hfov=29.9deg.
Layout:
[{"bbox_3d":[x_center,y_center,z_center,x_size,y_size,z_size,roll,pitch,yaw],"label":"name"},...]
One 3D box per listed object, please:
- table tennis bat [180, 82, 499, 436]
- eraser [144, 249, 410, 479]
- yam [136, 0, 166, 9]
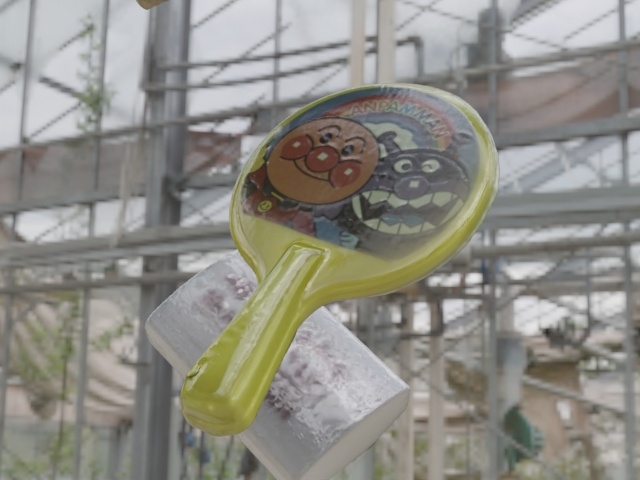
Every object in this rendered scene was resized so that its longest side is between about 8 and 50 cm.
[{"bbox_3d":[0.000,0.000,0.973,0.224,0.369,0.054,18,-31,30],"label":"table tennis bat"},{"bbox_3d":[-0.051,0.141,1.365,0.174,0.270,0.095,-36,-29,-22],"label":"eraser"},{"bbox_3d":[-0.180,-0.449,1.984,0.299,0.066,0.066,-14,-17,24],"label":"yam"}]
